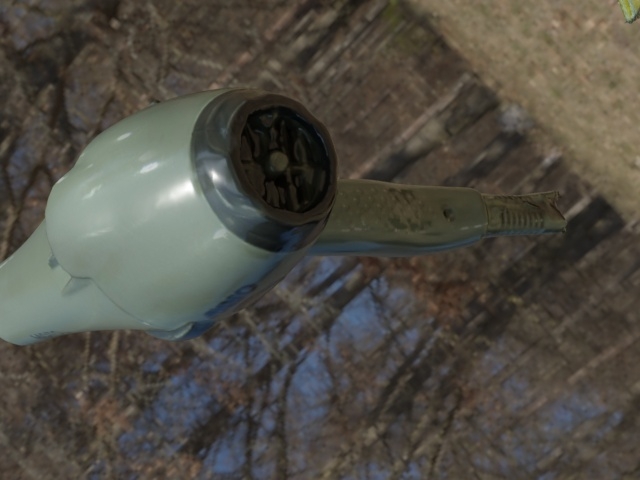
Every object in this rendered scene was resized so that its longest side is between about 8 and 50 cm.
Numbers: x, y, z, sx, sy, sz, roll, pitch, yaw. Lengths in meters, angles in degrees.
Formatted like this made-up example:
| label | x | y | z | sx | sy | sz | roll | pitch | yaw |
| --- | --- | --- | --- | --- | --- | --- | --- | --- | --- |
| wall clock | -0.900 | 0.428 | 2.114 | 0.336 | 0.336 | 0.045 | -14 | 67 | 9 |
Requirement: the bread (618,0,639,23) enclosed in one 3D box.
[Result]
| label | x | y | z | sx | sy | sz | roll | pitch | yaw |
| --- | --- | --- | --- | --- | --- | --- | --- | --- | --- |
| bread | 0.253 | -0.223 | 0.809 | 0.110 | 0.103 | 0.156 | 63 | -159 | 1 |

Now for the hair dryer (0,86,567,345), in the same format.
| label | x | y | z | sx | sy | sz | roll | pitch | yaw |
| --- | --- | --- | --- | --- | --- | --- | --- | --- | --- |
| hair dryer | -0.036 | 0.008 | 0.512 | 0.267 | 0.229 | 0.092 | 8 | -111 | -55 |
